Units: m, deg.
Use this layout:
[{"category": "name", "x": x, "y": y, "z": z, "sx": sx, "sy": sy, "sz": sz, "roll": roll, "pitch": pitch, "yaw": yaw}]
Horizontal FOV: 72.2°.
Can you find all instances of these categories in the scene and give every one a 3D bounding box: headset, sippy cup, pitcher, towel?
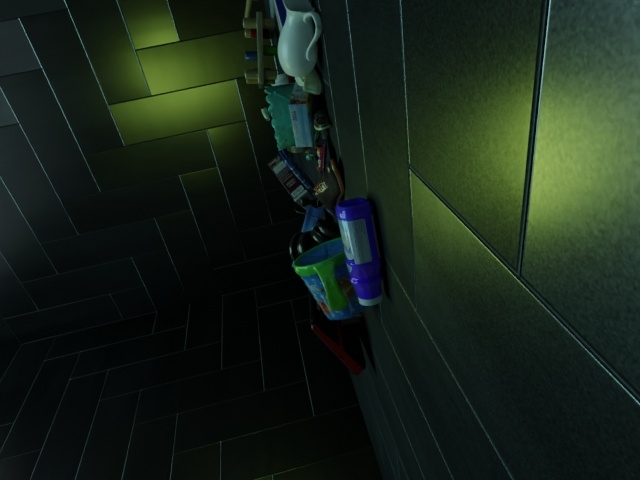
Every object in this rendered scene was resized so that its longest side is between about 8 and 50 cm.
[{"category": "headset", "x": 0.000, "y": 0.000, "z": 1.768, "sx": 0.185, "sy": 0.243, "sz": 0.395, "roll": 8, "pitch": -123, "yaw": -55}, {"category": "sippy cup", "x": 0.057, "y": 0.132, "z": 1.454, "sx": 0.240, "sy": 0.305, "sz": 0.224, "roll": -10, "pitch": 108, "yaw": 43}, {"category": "pitcher", "x": -0.054, "y": -0.597, "z": 1.316, "sx": 0.178, "sy": 0.125, "sz": 0.207, "roll": 54, "pitch": 151, "yaw": 37}, {"category": "towel", "x": -0.059, "y": -0.270, "z": 1.954, "sx": 0.336, "sy": 0.040, "sz": 0.243, "roll": 47, "pitch": -172, "yaw": -25}]

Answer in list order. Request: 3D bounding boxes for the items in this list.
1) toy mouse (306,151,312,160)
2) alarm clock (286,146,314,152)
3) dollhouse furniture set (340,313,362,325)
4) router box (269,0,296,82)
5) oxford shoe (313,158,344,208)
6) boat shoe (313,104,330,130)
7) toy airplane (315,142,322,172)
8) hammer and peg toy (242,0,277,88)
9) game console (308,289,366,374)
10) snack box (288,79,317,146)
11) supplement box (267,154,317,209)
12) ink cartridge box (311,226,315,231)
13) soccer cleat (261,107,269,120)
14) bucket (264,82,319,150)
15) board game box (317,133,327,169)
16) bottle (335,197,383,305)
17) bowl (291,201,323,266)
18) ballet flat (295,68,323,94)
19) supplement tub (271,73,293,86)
[{"category": "toy mouse", "x": -0.069, "y": -0.480, "z": 2.341, "sx": 0.143, "sy": 0.031, "sz": 0.161, "roll": -108, "pitch": 7, "yaw": -49}, {"category": "alarm clock", "x": -0.096, "y": -0.479, "z": 2.166, "sx": 0.192, "sy": 0.129, "sz": 0.064, "roll": 36, "pitch": 146, "yaw": 37}, {"category": "dollhouse furniture set", "x": 0.077, "y": 0.214, "z": 1.869, "sx": 0.259, "sy": 0.135, "sz": 0.262, "roll": 86, "pitch": 170, "yaw": -66}, {"category": "router box", "x": -0.132, "y": -0.845, "z": 1.702, "sx": 0.301, "sy": 0.082, "sz": 0.336, "roll": 94, "pitch": 163, "yaw": -75}, {"category": "oxford shoe", "x": 0.026, "y": -0.185, "z": 1.545, "sx": 0.271, "sy": 0.098, "sz": 0.097, "roll": 85, "pitch": 171, "yaw": -62}, {"category": "boat shoe", "x": -0.003, "y": -0.420, "z": 1.498, "sx": 0.152, "sy": 0.056, "sz": 0.049, "roll": -109, "pitch": 2, "yaw": -56}, {"category": "toy airplane", "x": -0.005, "y": -0.350, "z": 1.926, "sx": 0.151, "sy": 0.028, "sz": 0.151, "roll": 168, "pitch": 90, "yaw": -85}, {"category": "hammer and peg toy", "x": -0.239, "y": -0.804, "z": 1.750, "sx": 0.266, "sy": 0.127, "sz": 0.362, "roll": -120, "pitch": 29, "yaw": -75}, {"category": "game console", "x": 0.061, "y": 0.381, "z": 1.937, "sx": 0.342, "sy": 0.060, "sz": 0.387, "roll": 45, "pitch": -167, "yaw": -19}, {"category": "snack box", "x": -0.056, "y": -0.467, "z": 1.581, "sx": 0.175, "sy": 0.070, "sz": 0.207, "roll": 81, "pitch": -166, "yaw": -45}, {"category": "supplement box", "x": -0.123, "y": -0.257, "z": 1.945, "sx": 0.239, "sy": 0.073, "sz": 0.130, "roll": 54, "pitch": -171, "yaw": 24}, {"category": "ink cartridge box", "x": 0.017, "y": 0.084, "z": 2.002, "sx": 0.296, "sy": 0.066, "sz": 0.261, "roll": 30, "pitch": -122, "yaw": -78}, {"category": "soccer cleat", "x": -0.238, "y": -0.554, "z": 1.923, "sx": 0.083, "sy": 0.029, "sz": 0.036, "roll": 77, "pitch": 170, "yaw": -81}, {"category": "bucket", "x": -0.119, "y": -0.527, "z": 1.850, "sx": 0.281, "sy": 0.183, "sz": 0.281, "roll": 166, "pitch": 90, "yaw": -86}, {"category": "board game box", "x": 0.002, "y": -0.301, "z": 1.596, "sx": 0.133, "sy": 0.033, "sz": 0.169, "roll": 92, "pitch": -175, "yaw": -45}, {"category": "bottle", "x": 0.110, "y": 0.033, "z": 1.165, "sx": 0.118, "sy": 0.092, "sz": 0.283, "roll": -121, "pitch": 18, "yaw": -72}, {"category": "bowl", "x": -0.066, "y": -0.037, "z": 2.215, "sx": 0.391, "sy": 0.077, "sz": 0.392, "roll": -165, "pitch": 90, "yaw": -86}, {"category": "ballet flat", "x": -0.053, "y": -0.576, "z": 1.503, "sx": 0.086, "sy": 0.086, "sz": 0.249, "roll": 81, "pitch": 174, "yaw": -45}, {"category": "supplement tub", "x": -0.167, "y": -0.707, "z": 2.173, "sx": 0.144, "sy": 0.144, "sz": 0.200, "roll": -147, "pitch": 44, "yaw": -84}]
